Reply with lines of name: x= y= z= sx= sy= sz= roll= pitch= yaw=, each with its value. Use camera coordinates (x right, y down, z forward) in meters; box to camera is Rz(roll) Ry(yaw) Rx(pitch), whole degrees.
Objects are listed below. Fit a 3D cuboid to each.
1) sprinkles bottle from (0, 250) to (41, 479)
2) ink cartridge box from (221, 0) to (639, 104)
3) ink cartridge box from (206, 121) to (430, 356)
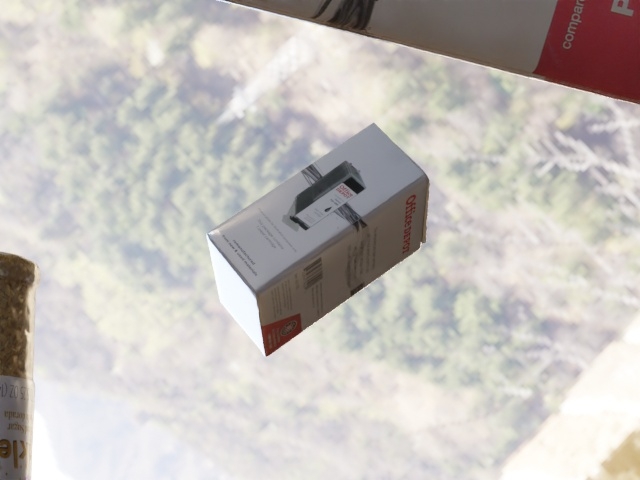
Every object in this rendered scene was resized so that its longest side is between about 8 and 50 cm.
sprinkles bottle: x=-0.264 y=0.187 z=1.017 sx=0.121 sy=0.121 sz=0.355 roll=121 pitch=149 yaw=-77
ink cartridge box: x=0.023 y=-0.133 z=0.571 sx=0.218 sy=0.092 sz=0.158 roll=11 pitch=-164 yaw=-8
ink cartridge box: x=0.000 y=0.000 z=0.926 sx=0.056 sy=0.135 sz=0.099 roll=48 pitch=162 yaw=24
